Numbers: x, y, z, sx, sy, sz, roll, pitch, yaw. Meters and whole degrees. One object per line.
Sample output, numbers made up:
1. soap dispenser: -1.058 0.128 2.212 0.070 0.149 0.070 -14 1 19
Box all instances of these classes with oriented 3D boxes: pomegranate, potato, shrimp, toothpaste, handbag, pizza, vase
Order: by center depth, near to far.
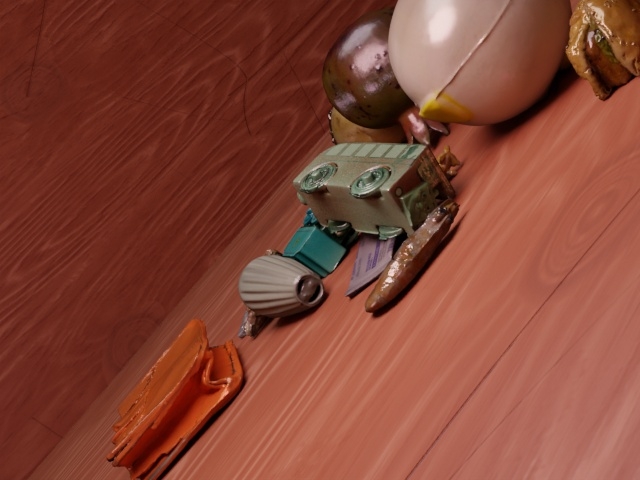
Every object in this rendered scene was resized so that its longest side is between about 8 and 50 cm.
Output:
1. shrimp: 0.139 0.025 1.482 0.223 0.047 0.126 -50 0 -13
2. toothpaste: 0.105 -0.009 1.734 0.282 0.068 0.099 -70 -3 -52
3. vase: -0.072 0.092 1.888 0.128 0.128 0.248 -49 19 -18
4. handbag: -0.294 0.319 1.946 0.303 0.116 0.410 -50 9 -3
5. pizza: -0.124 0.118 2.077 0.185 0.052 0.195 68 -138 -63
6. pomegranate: 0.175 -0.362 2.120 0.291 0.323 0.291 -52 -1 -1
7. potato: 0.165 -0.338 2.407 0.285 0.242 0.242 -42 8 -16

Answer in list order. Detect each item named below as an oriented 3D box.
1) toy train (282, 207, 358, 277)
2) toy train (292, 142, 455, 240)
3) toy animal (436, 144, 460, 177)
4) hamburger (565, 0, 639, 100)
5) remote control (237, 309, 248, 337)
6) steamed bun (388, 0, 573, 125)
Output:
1. toy train: 0.000 0.000 2.010 0.154 0.107 0.198 -55 11 -8
2. toy train: 0.084 -0.092 1.686 0.159 0.129 0.326 -45 28 -23
3. toy animal: 0.210 -0.128 1.759 0.083 0.060 0.081 -31 57 54
4. hamburger: 0.439 -0.336 1.405 0.124 0.131 0.262 -37 18 45
5. remote control: -0.156 0.167 2.229 0.050 0.027 0.184 -44 14 23
6. steamed bun: 0.276 -0.362 1.676 0.334 0.334 0.374 -43 11 21
